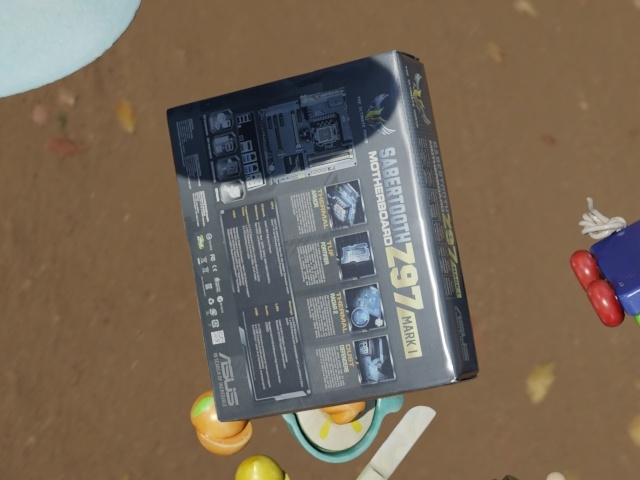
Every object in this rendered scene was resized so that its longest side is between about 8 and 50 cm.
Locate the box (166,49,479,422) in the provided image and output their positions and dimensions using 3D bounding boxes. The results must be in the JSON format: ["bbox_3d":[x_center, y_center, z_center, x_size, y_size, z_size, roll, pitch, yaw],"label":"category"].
[{"bbox_3d":[0.000,0.000,1.153,0.059,0.183,0.233,0,78,-66],"label":"box"}]

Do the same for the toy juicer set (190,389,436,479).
[{"bbox_3d":[0.002,0.210,1.801,0.329,0.089,0.209,34,65,-31],"label":"toy juicer set"}]

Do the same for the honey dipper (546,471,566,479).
[{"bbox_3d":[0.270,0.248,1.515,0.160,0.030,0.030,28,55,-22],"label":"honey dipper"}]

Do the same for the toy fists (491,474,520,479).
[{"bbox_3d":[0.189,0.350,1.861,0.096,0.279,0.142,44,95,13],"label":"toy fists"}]

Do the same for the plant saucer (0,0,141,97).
[{"bbox_3d":[-0.166,-0.123,0.651,0.195,0.195,0.037,11,57,-20],"label":"plant saucer"}]

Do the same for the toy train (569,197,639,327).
[{"bbox_3d":[0.292,0.050,1.438,0.105,0.248,0.143,-28,104,7],"label":"toy train"}]
